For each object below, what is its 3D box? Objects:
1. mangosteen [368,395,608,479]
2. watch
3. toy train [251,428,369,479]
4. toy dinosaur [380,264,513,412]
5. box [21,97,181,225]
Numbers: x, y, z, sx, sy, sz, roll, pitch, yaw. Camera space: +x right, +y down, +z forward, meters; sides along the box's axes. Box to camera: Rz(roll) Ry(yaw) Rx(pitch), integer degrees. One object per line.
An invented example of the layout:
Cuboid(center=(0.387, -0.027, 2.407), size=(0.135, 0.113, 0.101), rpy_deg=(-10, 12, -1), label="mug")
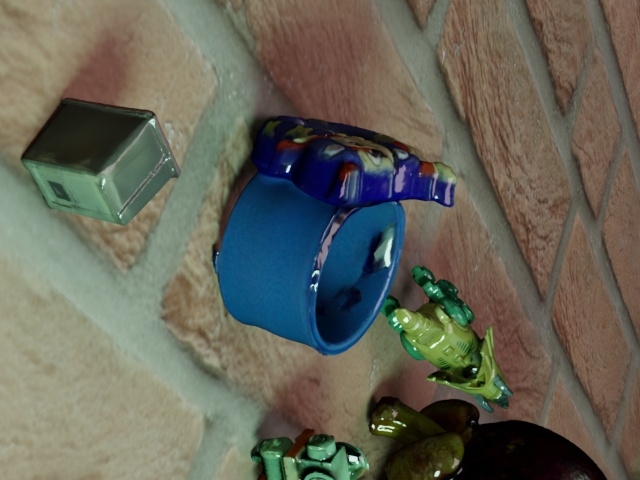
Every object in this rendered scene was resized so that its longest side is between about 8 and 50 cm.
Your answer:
Cuboid(center=(0.192, 0.319, 1.370), size=(0.297, 0.297, 0.293), rpy_deg=(39, 38, -59), label="mangosteen")
Cuboid(center=(-0.001, -0.003, 1.066), size=(0.196, 0.171, 0.200), rpy_deg=(-7, 114, -50), label="watch")
Cuboid(center=(-0.014, 0.256, 1.139), size=(0.074, 0.118, 0.176), rpy_deg=(-48, 133, -57), label="toy train")
Cuboid(center=(0.122, 0.096, 1.329), size=(0.094, 0.153, 0.259), rpy_deg=(-43, 141, 8), label="toy dinosaur")
Cuboid(center=(-0.150, -0.052, 0.827), size=(0.063, 0.084, 0.060), rpy_deg=(-55, 143, -34), label="box")
